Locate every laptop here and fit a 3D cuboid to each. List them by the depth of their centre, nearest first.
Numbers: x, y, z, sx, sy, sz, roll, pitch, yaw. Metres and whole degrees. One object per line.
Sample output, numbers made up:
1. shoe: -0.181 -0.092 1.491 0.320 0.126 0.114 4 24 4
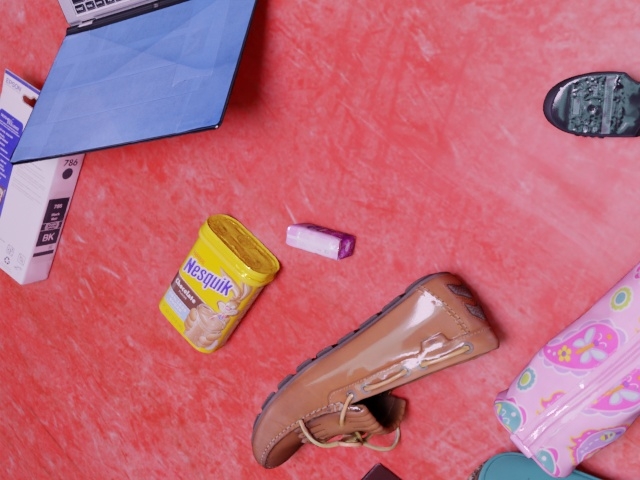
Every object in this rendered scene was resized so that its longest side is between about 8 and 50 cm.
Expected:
1. laptop: -0.290 -0.350 0.899 0.382 0.236 0.407 -4 116 29

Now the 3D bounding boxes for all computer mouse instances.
1. computer mouse: 0.358 -0.138 0.709 0.242 0.041 0.071 8 111 20

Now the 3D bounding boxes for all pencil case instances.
1. pencil case: 0.315 0.126 0.724 0.124 0.124 0.284 46 117 15

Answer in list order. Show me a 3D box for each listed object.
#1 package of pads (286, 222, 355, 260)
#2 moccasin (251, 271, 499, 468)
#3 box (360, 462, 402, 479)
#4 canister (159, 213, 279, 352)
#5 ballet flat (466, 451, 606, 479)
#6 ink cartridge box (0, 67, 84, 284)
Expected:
1. package of pads: 0.000 0.000 0.915 0.083 0.050 0.031 17 106 26
2. moccasin: 0.059 0.198 0.877 0.380 0.139 0.147 -38 71 19
3. box: 0.158 0.469 0.826 0.381 0.191 0.143 35 113 20
4. canister: -0.152 0.066 0.997 0.126 0.073 0.170 43 117 16
5. ballet flat: 0.390 0.358 0.722 0.483 0.164 0.181 5 122 34
6. ink cartridge box: -0.498 -0.105 1.163 0.165 0.065 0.332 34 114 20
